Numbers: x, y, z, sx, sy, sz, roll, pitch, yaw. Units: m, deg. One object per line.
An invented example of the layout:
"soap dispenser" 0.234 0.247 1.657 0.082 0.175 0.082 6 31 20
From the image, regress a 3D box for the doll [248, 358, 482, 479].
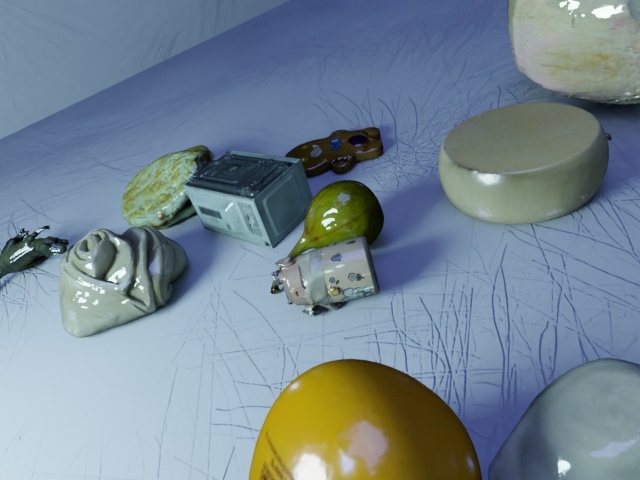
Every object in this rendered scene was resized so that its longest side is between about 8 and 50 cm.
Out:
"doll" 0.061 0.211 0.449 0.236 0.213 0.213 11 19 -34

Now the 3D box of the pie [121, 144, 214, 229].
"pie" -0.346 -0.129 1.151 0.257 0.105 0.274 -37 38 -10

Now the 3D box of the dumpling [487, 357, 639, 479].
"dumpling" 0.257 0.187 0.420 0.250 0.132 0.162 -26 32 -14

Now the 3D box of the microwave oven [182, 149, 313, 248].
"microwave oven" -0.142 -0.090 0.985 0.208 0.122 0.162 14 46 38

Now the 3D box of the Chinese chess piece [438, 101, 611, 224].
"Chinese chess piece" 0.337 -0.136 0.847 0.273 0.102 0.273 -14 34 9

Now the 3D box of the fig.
"fig" 0.000 0.000 0.831 0.236 0.124 0.124 -42 38 0

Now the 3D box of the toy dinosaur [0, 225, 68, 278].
"toy dinosaur" -0.634 0.043 1.041 0.187 0.087 0.179 -27 23 22

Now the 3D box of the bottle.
"bottle" 0.006 0.055 0.747 0.152 0.099 0.099 -15 35 6

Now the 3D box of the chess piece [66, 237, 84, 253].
"chess piece" -0.498 0.026 1.065 0.084 0.038 0.083 -13 34 9

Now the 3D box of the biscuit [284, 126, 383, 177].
"biscuit" 0.025 -0.202 1.137 0.236 0.039 0.180 -15 36 8

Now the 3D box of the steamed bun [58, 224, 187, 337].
"steamed bun" -0.363 0.045 0.884 0.218 0.144 0.211 -14 35 6

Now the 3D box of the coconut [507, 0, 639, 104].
"coconut" 0.540 -0.487 0.986 0.405 0.404 0.404 -12 36 9
